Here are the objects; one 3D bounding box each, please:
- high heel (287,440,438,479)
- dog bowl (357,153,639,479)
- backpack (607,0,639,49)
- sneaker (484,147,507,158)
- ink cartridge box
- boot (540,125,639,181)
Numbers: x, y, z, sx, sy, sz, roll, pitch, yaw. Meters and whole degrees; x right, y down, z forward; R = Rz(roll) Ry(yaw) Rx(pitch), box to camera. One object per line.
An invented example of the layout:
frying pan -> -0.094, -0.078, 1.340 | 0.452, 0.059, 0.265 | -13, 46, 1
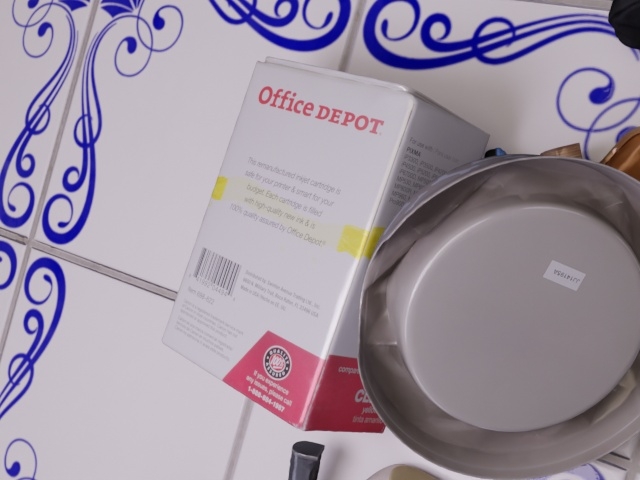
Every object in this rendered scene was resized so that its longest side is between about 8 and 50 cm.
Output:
high heel -> 0.070, 0.364, 1.083 | 0.261, 0.093, 0.186 | 15, 108, 22
dog bowl -> 0.202, 0.070, 0.920 | 0.348, 0.102, 0.349 | -2, 110, -4
backpack -> 0.442, -0.388, 0.880 | 0.290, 0.273, 0.356 | 11, 79, 34
sneaker -> 0.182, -0.021, 1.065 | 0.078, 0.067, 0.188 | 17, 94, 25
ink cartridge box -> 0.000, 0.000, 1.085 | 0.279, 0.160, 0.385 | 23, 95, 44
boot -> 0.346, -0.043, 0.980 | 0.197, 0.073, 0.153 | -14, 83, 27
